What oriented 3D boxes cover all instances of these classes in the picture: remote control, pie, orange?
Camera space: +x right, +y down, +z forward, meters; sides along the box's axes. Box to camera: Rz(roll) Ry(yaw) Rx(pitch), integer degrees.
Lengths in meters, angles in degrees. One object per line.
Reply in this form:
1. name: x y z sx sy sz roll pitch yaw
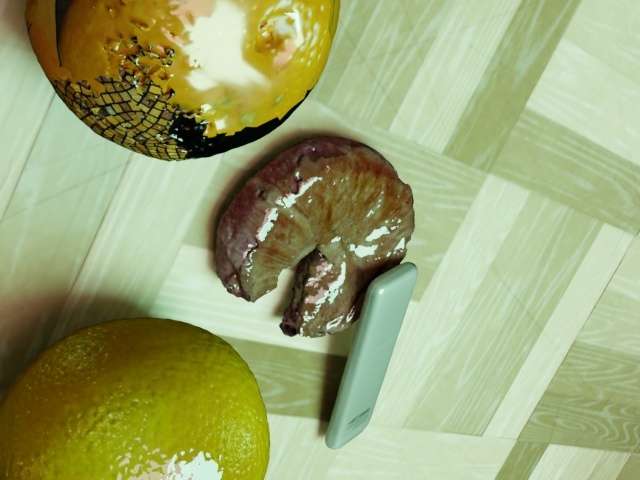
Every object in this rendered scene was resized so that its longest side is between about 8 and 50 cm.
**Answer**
1. remote control: 0.049 0.128 0.997 0.067 0.029 0.261 -27 143 -38
2. pie: 0.000 0.000 0.896 0.219 0.054 0.204 23 102 -43
3. orange: -0.158 0.173 0.776 0.236 0.236 0.236 -18 126 -27
4. orange: -0.088 -0.170 0.648 0.234 0.182 0.234 -25 126 -39
